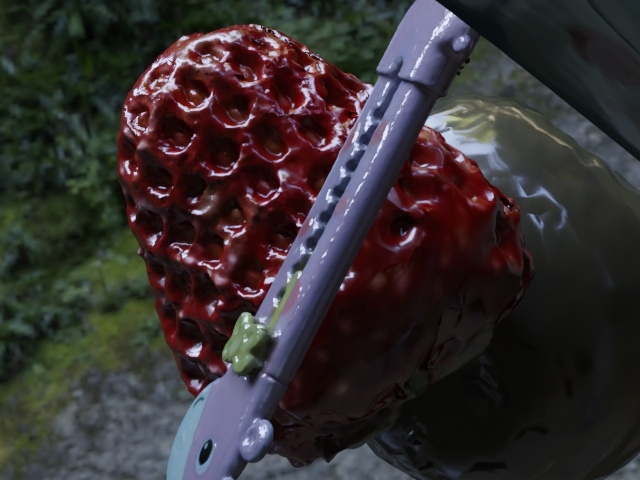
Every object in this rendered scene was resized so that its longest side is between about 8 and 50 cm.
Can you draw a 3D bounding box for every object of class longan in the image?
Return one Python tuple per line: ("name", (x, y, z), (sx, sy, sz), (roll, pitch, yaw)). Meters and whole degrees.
("longan", (0.186, 0.077, 1.518), (0.404, 0.436, 0.404), (-39, 31, 29))

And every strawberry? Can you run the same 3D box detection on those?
("strawberry", (-0.018, -0.014, 1.181), (0.317, 0.345, 0.295), (-29, 22, 17))

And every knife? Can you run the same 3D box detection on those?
("knife", (-0.001, 0.000, 0.928), (0.038, 0.399, 0.132), (28, 1, -25))

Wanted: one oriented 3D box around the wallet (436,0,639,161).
("wallet", (0.109, -0.078, 0.424), (0.083, 0.360, 0.252), (-53, 3, -6))
